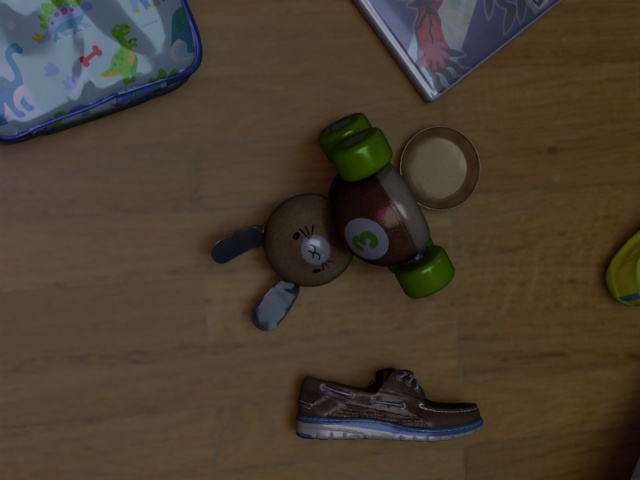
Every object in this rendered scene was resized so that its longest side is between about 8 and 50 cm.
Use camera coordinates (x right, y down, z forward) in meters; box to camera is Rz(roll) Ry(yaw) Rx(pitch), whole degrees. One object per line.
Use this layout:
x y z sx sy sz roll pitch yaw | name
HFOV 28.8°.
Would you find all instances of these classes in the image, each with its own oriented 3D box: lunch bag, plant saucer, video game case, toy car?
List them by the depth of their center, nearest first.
-0.229 -0.192 1.112 0.219 0.090 0.176 -20 92 -13 | lunch bag
0.000 0.000 1.148 0.188 0.149 0.155 -29 108 0 | toy car
0.118 -0.268 1.222 0.183 0.023 0.201 -39 99 -9 | video game case
0.116 -0.071 1.228 0.083 0.015 0.083 0 91 -12 | plant saucer

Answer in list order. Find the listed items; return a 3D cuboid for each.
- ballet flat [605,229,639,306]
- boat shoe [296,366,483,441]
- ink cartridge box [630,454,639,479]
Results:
0.381 -0.022 1.258 0.077 0.077 0.231 45 81 -9 | ballet flat
0.069 0.156 1.195 0.183 0.066 0.066 1 89 -13 | boat shoe
0.396 0.228 1.218 0.175 0.069 0.371 36 70 -21 | ink cartridge box
